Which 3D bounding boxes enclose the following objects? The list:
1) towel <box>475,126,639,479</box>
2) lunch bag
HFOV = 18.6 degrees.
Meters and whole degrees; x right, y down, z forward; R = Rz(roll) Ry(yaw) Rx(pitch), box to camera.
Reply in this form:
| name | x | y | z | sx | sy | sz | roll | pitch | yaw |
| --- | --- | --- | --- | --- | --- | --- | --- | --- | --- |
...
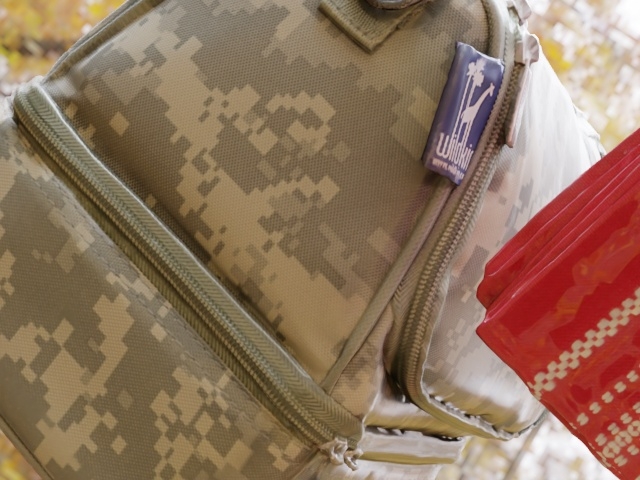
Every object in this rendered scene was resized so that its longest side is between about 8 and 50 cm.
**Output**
| name | x | y | z | sx | sy | sz | roll | pitch | yaw |
| --- | --- | --- | --- | --- | --- | --- | --- | --- | --- |
| towel | 0.205 | 0.049 | 0.601 | 0.275 | 0.031 | 0.199 | 45 | -75 | -4 |
| lunch bag | 0.000 | 0.000 | 0.840 | 0.212 | 0.256 | 0.305 | 45 | 5 | 19 |
